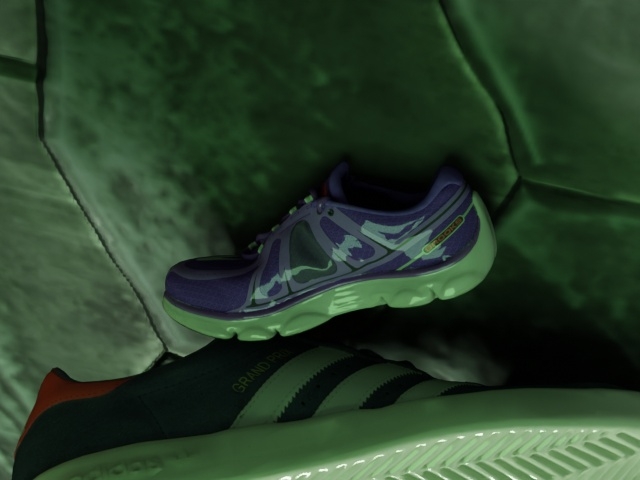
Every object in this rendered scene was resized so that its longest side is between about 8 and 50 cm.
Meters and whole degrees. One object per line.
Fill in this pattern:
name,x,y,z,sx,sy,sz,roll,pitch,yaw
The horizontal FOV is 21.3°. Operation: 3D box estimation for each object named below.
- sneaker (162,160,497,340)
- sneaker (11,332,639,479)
sneaker,0.000,0.000,0.828,0.169,0.068,0.071,-14,107,17
sneaker,0.018,0.095,0.859,0.350,0.148,0.131,-2,125,-11
